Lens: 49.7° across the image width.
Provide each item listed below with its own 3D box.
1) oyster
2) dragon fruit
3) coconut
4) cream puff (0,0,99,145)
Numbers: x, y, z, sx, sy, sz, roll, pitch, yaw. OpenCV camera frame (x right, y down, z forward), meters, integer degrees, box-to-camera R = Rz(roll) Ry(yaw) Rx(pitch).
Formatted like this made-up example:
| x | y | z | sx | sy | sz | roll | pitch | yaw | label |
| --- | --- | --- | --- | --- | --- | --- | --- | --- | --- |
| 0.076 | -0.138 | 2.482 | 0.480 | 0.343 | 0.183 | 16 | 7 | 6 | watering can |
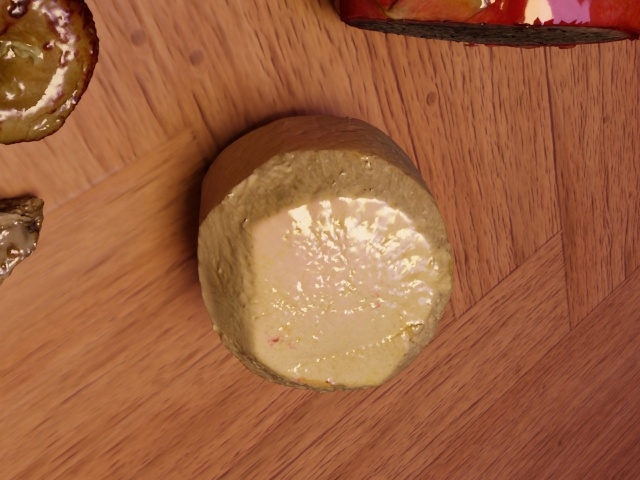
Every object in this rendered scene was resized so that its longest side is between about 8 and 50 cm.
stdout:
| x | y | z | sx | sy | sz | roll | pitch | yaw | label |
| --- | --- | --- | --- | --- | --- | --- | --- | --- | --- |
| -0.299 | 0.013 | 0.544 | 0.177 | 0.056 | 0.105 | -38 | 142 | -18 | oyster |
| 0.159 | -0.292 | 0.612 | 0.305 | 0.305 | 0.225 | -5 | 107 | -38 | dragon fruit |
| 0.000 | 0.000 | 0.662 | 0.239 | 0.244 | 0.239 | -2 | 112 | -6 | coconut |
| -0.238 | -0.142 | 0.496 | 0.149 | 0.084 | 0.149 | -16 | 121 | -28 | cream puff |
